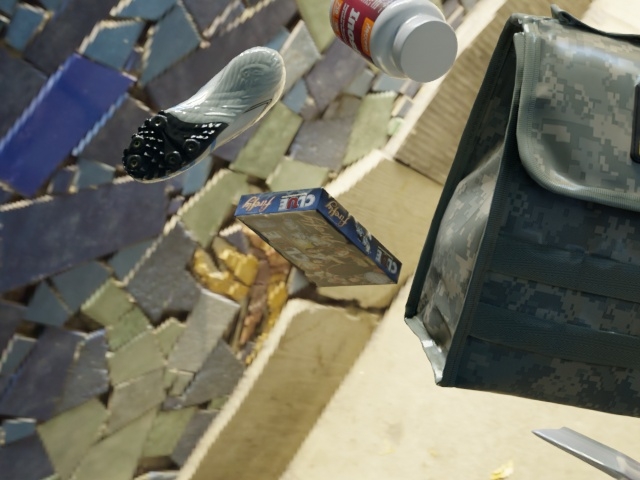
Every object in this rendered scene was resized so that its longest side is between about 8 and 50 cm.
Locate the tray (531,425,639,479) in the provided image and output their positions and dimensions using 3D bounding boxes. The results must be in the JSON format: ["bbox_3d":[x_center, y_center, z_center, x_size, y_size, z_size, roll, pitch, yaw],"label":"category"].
[{"bbox_3d":[0.406,0.306,1.445,0.145,0.270,0.030,22,83,46],"label":"tray"}]

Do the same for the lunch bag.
[{"bbox_3d":[0.223,-0.020,0.837,0.169,0.235,0.286,-113,36,-71],"label":"lunch bag"}]

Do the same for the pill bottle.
[{"bbox_3d":[0.076,-0.218,1.109,0.086,0.086,0.152,-54,36,9],"label":"pill bottle"}]

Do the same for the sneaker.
[{"bbox_3d":[-0.136,-0.144,1.314,0.237,0.086,0.085,-39,74,-13],"label":"sneaker"}]

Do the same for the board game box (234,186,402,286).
[{"bbox_3d":[0.000,0.000,1.723,0.165,0.243,0.042,-4,58,37],"label":"board game box"}]
